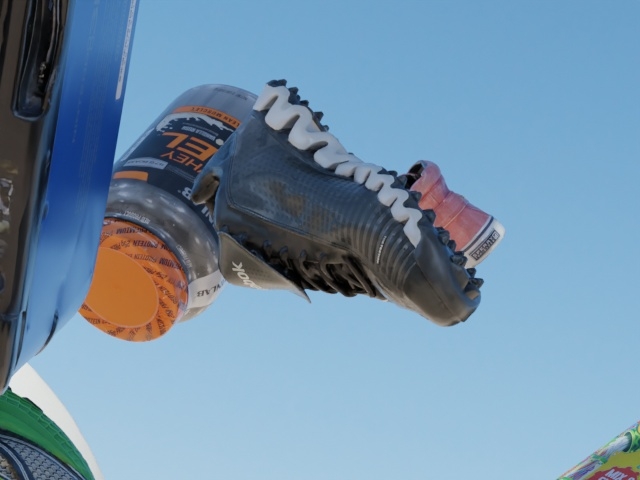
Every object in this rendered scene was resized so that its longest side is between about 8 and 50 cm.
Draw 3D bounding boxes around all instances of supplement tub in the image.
[{"bbox_3d":[-0.099,-0.020,1.207,0.117,0.190,0.117,14,-51,18],"label":"supplement tub"}]

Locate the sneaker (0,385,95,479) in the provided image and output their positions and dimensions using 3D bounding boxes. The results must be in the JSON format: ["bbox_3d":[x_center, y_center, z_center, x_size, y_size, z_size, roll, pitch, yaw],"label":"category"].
[{"bbox_3d":[-0.224,0.147,0.871,0.146,0.134,0.343,47,12,34],"label":"sneaker"}]

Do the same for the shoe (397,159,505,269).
[{"bbox_3d":[0.083,-0.019,1.328,0.081,0.063,0.178,45,-8,-6],"label":"shoe"}]

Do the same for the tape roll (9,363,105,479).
[{"bbox_3d":[-0.297,0.186,1.208,0.286,0.100,0.286,10,-61,20],"label":"tape roll"}]

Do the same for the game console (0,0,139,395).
[{"bbox_3d":[-0.175,-0.100,0.676,0.173,0.293,0.250,12,10,2],"label":"game console"}]

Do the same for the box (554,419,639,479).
[{"bbox_3d":[0.290,0.297,1.350,0.290,0.279,0.177,16,-45,64],"label":"box"}]

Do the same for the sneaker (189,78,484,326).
[{"bbox_3d":[0.000,0.000,0.934,0.078,0.106,0.234,49,-3,-40],"label":"sneaker"}]
